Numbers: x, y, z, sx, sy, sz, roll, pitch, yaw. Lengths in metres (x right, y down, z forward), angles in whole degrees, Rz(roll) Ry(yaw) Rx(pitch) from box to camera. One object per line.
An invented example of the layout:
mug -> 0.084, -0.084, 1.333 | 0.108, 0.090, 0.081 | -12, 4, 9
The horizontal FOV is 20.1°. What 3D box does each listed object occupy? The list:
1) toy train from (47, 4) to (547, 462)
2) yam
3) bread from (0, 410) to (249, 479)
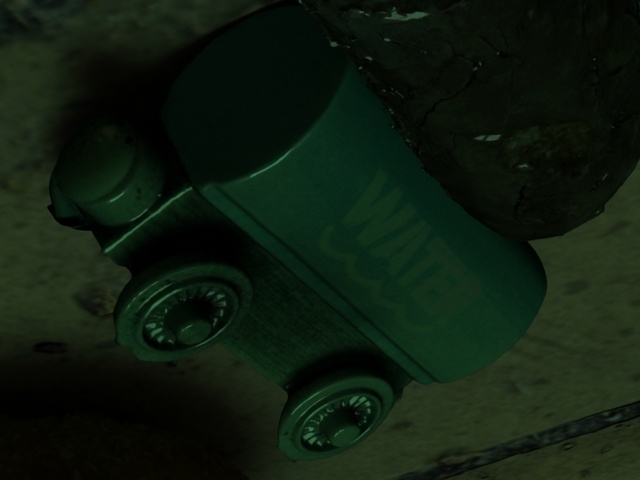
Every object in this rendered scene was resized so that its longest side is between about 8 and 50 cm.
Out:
toy train -> 0.000, 0.000, 0.743 | 0.159, 0.101, 0.248 | -34, 145, 8
yam -> 0.057, -0.076, 0.613 | 0.107, 0.107, 0.183 | -18, 149, 13
bread -> -0.151, 0.185, 0.928 | 0.305, 0.159, 0.305 | -6, 152, -3
